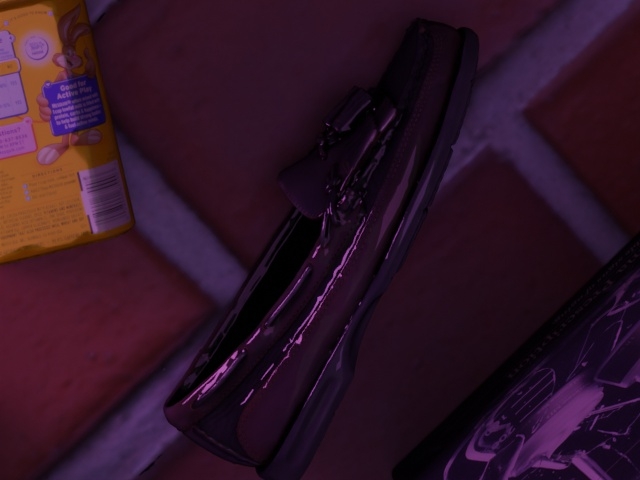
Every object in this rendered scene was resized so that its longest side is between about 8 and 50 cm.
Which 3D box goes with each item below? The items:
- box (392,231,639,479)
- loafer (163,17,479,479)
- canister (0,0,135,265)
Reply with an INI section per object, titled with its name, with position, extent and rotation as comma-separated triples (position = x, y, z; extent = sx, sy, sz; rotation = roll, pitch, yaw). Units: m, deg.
[box]
position = 0.243, 0.112, 1.113
extent = 0.343, 0.312, 0.179
rotation = -44, 101, -1
[loafer]
position = 0.000, 0.000, 1.163
extent = 0.095, 0.109, 0.302
rotation = 22, 98, -9
[canister]
position = -0.184, -0.077, 1.131
extent = 0.126, 0.073, 0.170
rotation = -13, 103, -8
